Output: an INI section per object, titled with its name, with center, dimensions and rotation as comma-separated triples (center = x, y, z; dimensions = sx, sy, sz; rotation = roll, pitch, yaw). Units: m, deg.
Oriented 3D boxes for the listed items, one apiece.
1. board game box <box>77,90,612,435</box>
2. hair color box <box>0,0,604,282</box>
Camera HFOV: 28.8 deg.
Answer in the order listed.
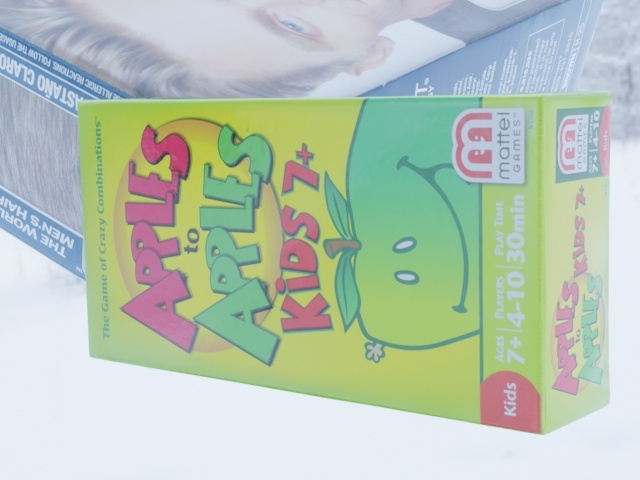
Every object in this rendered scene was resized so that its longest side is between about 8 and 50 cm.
[board game box]
center = 0.000, 0.000, 0.397
dimensions = 0.181, 0.092, 0.043
rotation = 4, 9, 38
[hair color box]
center = -0.007, -0.088, 0.641
dimensions = 0.173, 0.105, 0.347
rotation = 28, 35, 24
